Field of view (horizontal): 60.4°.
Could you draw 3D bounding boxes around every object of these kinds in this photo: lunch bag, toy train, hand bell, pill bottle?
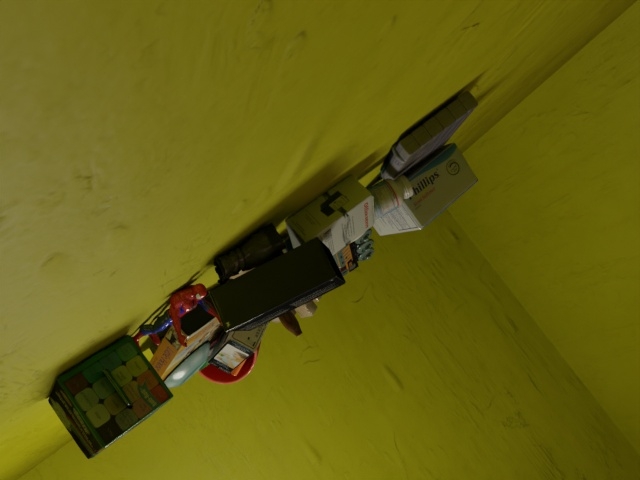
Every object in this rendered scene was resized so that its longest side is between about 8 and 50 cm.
[{"bbox_3d":[-0.479,0.326,1.712,0.083,0.053,0.071,-30,173,-1],"label":"lunch bag"},{"bbox_3d":[0.098,0.019,2.115,0.190,0.142,0.334,-34,156,-7],"label":"toy train"},{"bbox_3d":[-0.127,0.153,1.459,0.126,0.242,0.126,-37,176,-3],"label":"hand bell"},{"bbox_3d":[0.169,-0.115,1.506,0.160,0.087,0.087,-28,174,-8],"label":"pill bottle"}]

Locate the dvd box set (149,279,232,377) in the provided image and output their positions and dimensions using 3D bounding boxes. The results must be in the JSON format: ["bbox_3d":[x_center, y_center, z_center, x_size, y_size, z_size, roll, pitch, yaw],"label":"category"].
[{"bbox_3d":[-0.362,0.275,1.618,0.307,0.062,0.420,-39,171,-47],"label":"dvd box set"}]

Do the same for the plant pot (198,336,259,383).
[{"bbox_3d":[-0.350,0.390,2.174,0.275,0.275,0.243,-38,-177,15],"label":"plant pot"}]

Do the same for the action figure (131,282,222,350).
[{"bbox_3d":[-0.313,0.198,1.234,0.280,0.139,0.091,-44,173,35],"label":"action figure"}]

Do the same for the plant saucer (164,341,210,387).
[{"bbox_3d":[-0.400,0.391,1.679,0.195,0.037,0.195,-44,175,-5],"label":"plant saucer"}]

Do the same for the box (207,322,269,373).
[{"bbox_3d":[-0.250,0.295,1.722,0.290,0.087,0.169,-45,-164,56],"label":"box"}]

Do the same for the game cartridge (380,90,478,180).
[{"bbox_3d":[0.278,-0.266,1.504,0.230,0.068,0.355,-33,175,-5],"label":"game cartridge"}]

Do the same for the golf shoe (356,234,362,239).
[{"bbox_3d":[0.067,-0.038,1.855,0.306,0.115,0.140,-38,172,-8],"label":"golf shoe"}]

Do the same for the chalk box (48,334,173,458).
[{"bbox_3d":[-0.464,0.344,1.222,0.179,0.180,0.289,-33,175,-39],"label":"chalk box"}]

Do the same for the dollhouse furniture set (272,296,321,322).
[{"bbox_3d":[-0.106,0.130,2.160,0.303,0.174,0.355,-16,-150,41],"label":"dollhouse furniture set"}]

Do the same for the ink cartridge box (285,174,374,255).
[{"bbox_3d":[0.028,-0.044,1.366,0.208,0.087,0.153,-35,153,-14],"label":"ink cartridge box"}]

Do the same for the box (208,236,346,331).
[{"bbox_3d":[-0.088,0.104,1.223,0.261,0.103,0.184,-27,171,4],"label":"box"}]

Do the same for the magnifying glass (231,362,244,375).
[{"bbox_3d":[-0.227,0.340,1.804,0.231,0.026,0.092,-61,-171,3],"label":"magnifying glass"}]

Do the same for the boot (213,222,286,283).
[{"bbox_3d":[-0.163,0.043,1.235,0.161,0.083,0.246,-30,168,-9],"label":"boot"}]

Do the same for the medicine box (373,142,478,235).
[{"bbox_3d":[0.301,-0.156,1.757,0.263,0.149,0.289,-39,-170,-17],"label":"medicine box"}]

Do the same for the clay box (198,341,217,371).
[{"bbox_3d":[-0.468,0.390,1.929,0.222,0.053,0.127,4,-160,31],"label":"clay box"}]

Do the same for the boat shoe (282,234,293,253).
[{"bbox_3d":[-0.105,0.024,1.523,0.066,0.066,0.183,-23,178,8],"label":"boat shoe"}]
